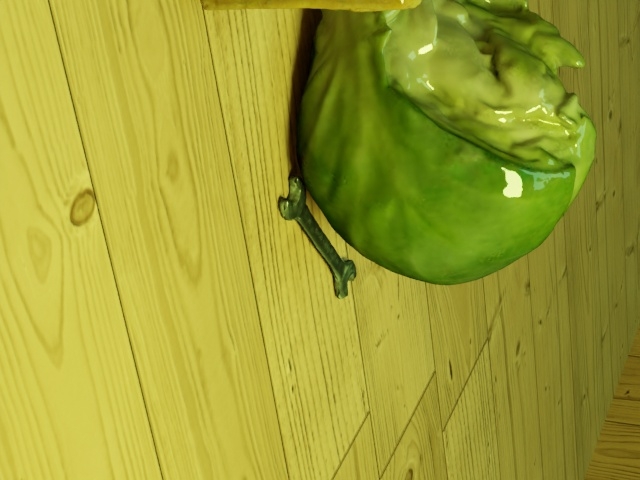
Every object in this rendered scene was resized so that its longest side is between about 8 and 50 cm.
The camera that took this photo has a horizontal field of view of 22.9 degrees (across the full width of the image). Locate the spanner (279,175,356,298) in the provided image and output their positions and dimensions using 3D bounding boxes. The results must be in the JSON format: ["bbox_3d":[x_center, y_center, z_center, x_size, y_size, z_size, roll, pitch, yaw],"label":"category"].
[{"bbox_3d":[0.000,0.000,1.856,0.254,0.015,0.054,56,44,-58],"label":"spanner"}]

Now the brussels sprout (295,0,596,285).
[{"bbox_3d":[0.119,-0.132,1.765,0.276,0.315,0.371,-17,76,-40],"label":"brussels sprout"}]

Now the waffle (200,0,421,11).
[{"bbox_3d":[-0.010,-0.378,1.472,0.098,0.224,0.328,-69,159,-75],"label":"waffle"}]
